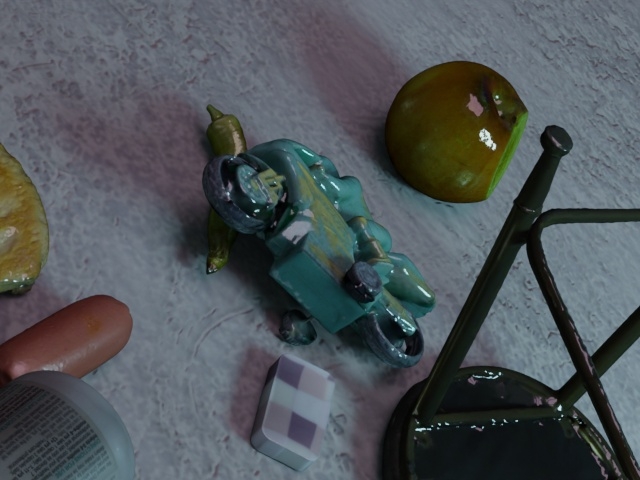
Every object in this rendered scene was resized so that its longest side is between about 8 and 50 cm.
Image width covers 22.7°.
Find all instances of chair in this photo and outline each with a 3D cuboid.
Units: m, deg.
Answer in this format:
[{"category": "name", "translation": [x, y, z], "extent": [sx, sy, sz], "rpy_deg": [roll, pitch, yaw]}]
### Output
[{"category": "chair", "translation": [0.283, 0.163, 1.452], "extent": [0.364, 0.410, 0.362], "rpy_deg": [-1, 58, -37]}]

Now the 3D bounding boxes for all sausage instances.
[{"category": "sausage", "translation": [-0.225, 0.095, 1.379], "extent": [0.062, 0.062, 0.154], "rpy_deg": [50, 43, 7]}]

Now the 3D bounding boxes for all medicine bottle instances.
[{"category": "medicine bottle", "translation": [-0.252, 0.203, 1.219], "extent": [0.135, 0.135, 0.215], "rpy_deg": [46, 43, 3]}]

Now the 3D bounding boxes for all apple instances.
[{"category": "apple", "translation": [0.156, -0.120, 1.774], "extent": [0.163, 0.147, 0.146], "rpy_deg": [32, 45, -15]}]

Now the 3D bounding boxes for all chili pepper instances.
[{"category": "chili pepper", "translation": [-0.092, -0.047, 1.607], "extent": [0.043, 0.049, 0.208], "rpy_deg": [-7, 56, 6]}]

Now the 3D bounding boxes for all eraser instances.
[{"category": "eraser", "translation": [-0.025, 0.161, 1.505], "extent": [0.065, 0.026, 0.105], "rpy_deg": [27, 46, -14]}]

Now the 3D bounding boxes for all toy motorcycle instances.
[{"category": "toy motorcycle", "translation": [0.001, 0.001, 1.597], "extent": [0.296, 0.109, 0.198], "rpy_deg": [45, 31, -16]}]

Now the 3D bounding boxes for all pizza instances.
[{"category": "pizza", "translation": [-0.338, -0.003, 1.391], "extent": [0.181, 0.034, 0.262], "rpy_deg": [43, 42, 0]}]
